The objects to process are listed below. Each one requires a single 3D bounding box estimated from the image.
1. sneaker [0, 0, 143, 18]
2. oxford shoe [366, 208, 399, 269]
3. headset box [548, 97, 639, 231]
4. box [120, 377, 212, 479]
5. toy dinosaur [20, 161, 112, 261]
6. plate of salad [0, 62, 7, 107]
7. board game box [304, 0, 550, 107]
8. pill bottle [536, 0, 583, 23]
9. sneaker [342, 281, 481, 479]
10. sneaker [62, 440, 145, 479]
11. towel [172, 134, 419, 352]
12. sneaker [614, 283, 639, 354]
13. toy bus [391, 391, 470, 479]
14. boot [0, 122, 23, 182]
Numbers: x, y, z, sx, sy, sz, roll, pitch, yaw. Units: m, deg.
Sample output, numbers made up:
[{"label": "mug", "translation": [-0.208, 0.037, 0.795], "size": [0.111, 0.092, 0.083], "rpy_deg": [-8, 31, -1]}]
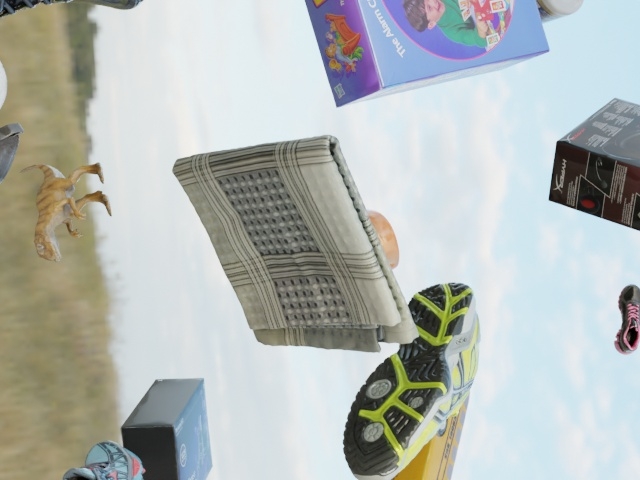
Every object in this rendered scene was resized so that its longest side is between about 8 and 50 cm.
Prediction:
[{"label": "sneaker", "translation": [-0.331, -0.273, 1.438], "size": [0.111, 0.300, 0.121], "rpy_deg": [89, 10, -60]}, {"label": "oxford shoe", "translation": [0.000, 0.000, 2.326], "size": [0.363, 0.132, 0.130], "rpy_deg": [6, -67, 69]}, {"label": "headset box", "translation": [0.532, -0.101, 2.090], "size": [0.293, 0.218, 0.110], "rpy_deg": [21, -55, 28]}, {"label": "box", "translation": [-0.272, 0.373, 2.449], "size": [0.261, 0.103, 0.184], "rpy_deg": [-63, 147, -75]}, {"label": "toy dinosaur", "translation": [-0.312, -0.060, 1.627], "size": [0.211, 0.112, 0.064], "rpy_deg": [-106, -174, -54]}, {"label": "plate of salad", "translation": [-0.527, -0.216, 1.847], "size": [0.048, 0.199, 0.200], "rpy_deg": [120, -35, -51]}, {"label": "board game box", "translation": [0.077, -0.326, 1.357], "size": [0.078, 0.233, 0.347], "rpy_deg": [-16, -90, 54]}, {"label": "pill bottle", "translation": [0.304, -0.363, 2.034], "size": [0.169, 0.094, 0.094], "rpy_deg": [-10, -96, 54]}, {"label": "sneaker", "translation": [0.161, 0.230, 2.037], "size": [0.385, 0.145, 0.147], "rpy_deg": [-54, 131, -41]}, {"label": "sneaker", "translation": [-0.352, 0.388, 2.173], "size": [0.125, 0.104, 0.262], "rpy_deg": [50, 8, -27]}, {"label": "towel", "translation": [-0.041, 0.017, 1.860], "size": [0.312, 0.056, 0.324], "rpy_deg": [-5, -61, 42]}, {"label": "sneaker", "translation": [0.519, 0.132, 2.269], "size": [0.057, 0.047, 0.119], "rpy_deg": [84, 11, -86]}, {"label": "toy bus", "translation": [0.151, 0.368, 2.242], "size": [0.130, 0.108, 0.333], "rpy_deg": [56, 43, -48]}, {"label": "boot", "translation": [-0.578, -0.074, 2.035], "size": [0.263, 0.229, 0.091], "rpy_deg": [-45, -110, 29]}]
